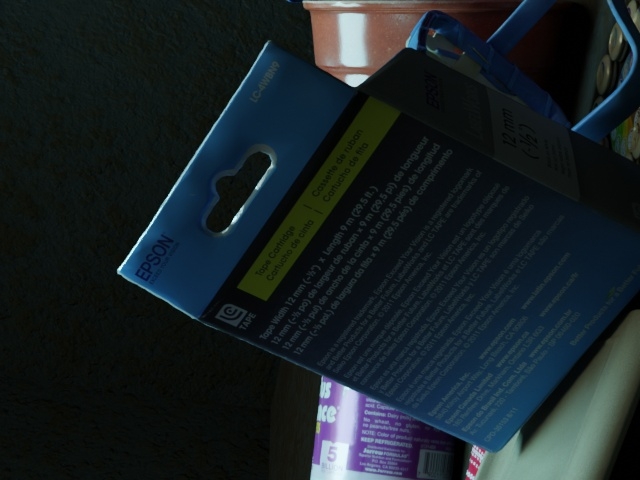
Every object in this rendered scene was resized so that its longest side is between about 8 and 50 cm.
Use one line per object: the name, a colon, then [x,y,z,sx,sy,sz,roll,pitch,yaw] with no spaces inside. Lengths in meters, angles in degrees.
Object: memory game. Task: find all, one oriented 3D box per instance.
memory game: [0.258,-0.115,1.392,0.186,0.012,0.186,-172,90,-84]

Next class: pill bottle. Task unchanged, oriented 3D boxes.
pill bottle: [0.085,0.163,1.936,0.169,0.169,0.301,139,139,-81]

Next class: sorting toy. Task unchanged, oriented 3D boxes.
sorting toy: [0.199,0.147,1.288,0.347,0.047,0.196,-66,13,-13]

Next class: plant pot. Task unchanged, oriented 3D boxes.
plant pot: [0.117,-0.112,1.667,0.272,0.272,0.265,-119,29,-80]

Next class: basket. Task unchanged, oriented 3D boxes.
basket: [0.161,-0.105,1.408,0.289,0.201,0.254,-42,24,23]

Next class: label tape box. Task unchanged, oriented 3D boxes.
label tape box: [0.057,-0.009,1.259,0.249,0.348,0.115,-54,17,32]

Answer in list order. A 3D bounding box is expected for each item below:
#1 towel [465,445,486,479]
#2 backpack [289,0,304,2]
towel: [0.165,0.295,1.662,0.199,0.031,0.274,-97,16,-65]
backpack: [0.057,-0.451,2.095,0.290,0.356,0.273,113,156,-71]
